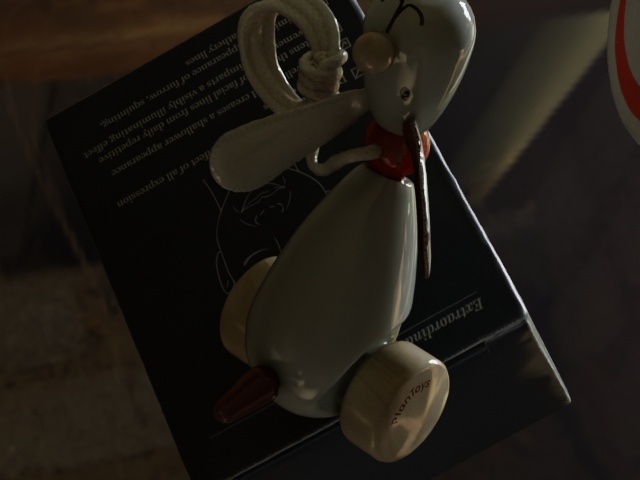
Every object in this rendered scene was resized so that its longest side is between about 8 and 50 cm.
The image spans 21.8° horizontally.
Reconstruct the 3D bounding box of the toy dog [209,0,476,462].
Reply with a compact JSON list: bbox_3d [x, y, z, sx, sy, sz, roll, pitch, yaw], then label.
[{"bbox_3d":[0.000,0.000,1.097,0.220,0.333,0.161,8,20,37],"label":"toy dog"}]

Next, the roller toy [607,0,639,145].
[{"bbox_3d":[0.281,-0.138,1.028,0.146,0.209,0.191,6,3,-18],"label":"roller toy"}]

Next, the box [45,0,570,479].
[{"bbox_3d":[-0.013,0.016,1.433,0.293,0.395,0.212,-28,-30,5],"label":"box"}]
